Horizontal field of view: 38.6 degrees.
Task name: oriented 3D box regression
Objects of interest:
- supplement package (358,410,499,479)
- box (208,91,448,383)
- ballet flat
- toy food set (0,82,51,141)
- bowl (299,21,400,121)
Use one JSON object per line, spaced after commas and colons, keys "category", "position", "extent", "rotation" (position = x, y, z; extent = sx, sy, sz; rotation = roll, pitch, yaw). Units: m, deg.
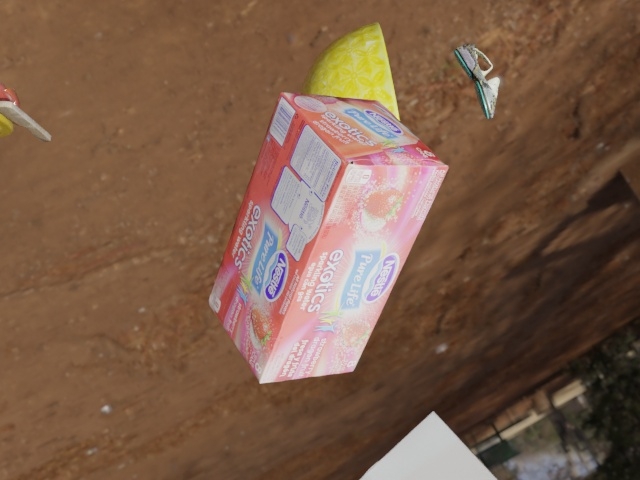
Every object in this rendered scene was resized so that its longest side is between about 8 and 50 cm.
{"category": "supplement package", "position": [0.165, 0.378, 1.050], "extent": [0.199, 0.263, 0.198], "rotation": [-42, 147, -3]}
{"category": "box", "position": [0.000, 0.000, 1.041], "extent": [0.142, 0.154, 0.300], "rotation": [-1, 126, -35]}
{"category": "ballet flat", "position": [0.222, -0.222, 1.252], "extent": [0.041, 0.114, 0.041], "rotation": [-22, 165, -6]}
{"category": "toy food set", "position": [-0.382, -0.155, 0.939], "extent": [0.217, 0.071, 0.128], "rotation": [4, 170, 12]}
{"category": "bowl", "position": [0.032, -0.160, 1.326], "extent": [0.156, 0.290, 0.289], "rotation": [-9, 167, 3]}
